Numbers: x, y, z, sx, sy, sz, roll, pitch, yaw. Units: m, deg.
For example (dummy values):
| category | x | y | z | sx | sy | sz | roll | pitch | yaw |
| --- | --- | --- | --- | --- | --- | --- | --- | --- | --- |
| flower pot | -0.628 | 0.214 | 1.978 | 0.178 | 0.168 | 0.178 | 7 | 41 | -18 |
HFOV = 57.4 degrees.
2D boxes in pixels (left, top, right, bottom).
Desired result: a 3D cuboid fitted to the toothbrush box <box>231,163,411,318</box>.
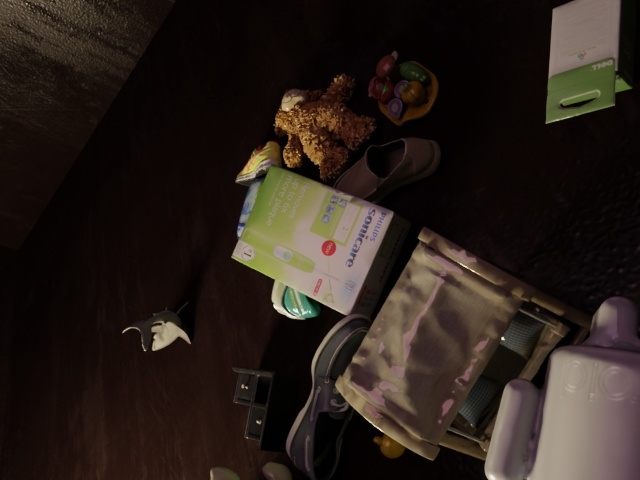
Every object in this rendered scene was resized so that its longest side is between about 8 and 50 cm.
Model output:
| category | x | y | z | sx | sy | sz | roll | pitch | yaw |
| --- | --- | --- | --- | --- | --- | --- | --- | --- | --- |
| toothbrush box | 0.000 | 0.000 | 1.140 | 0.283 | 0.122 | 0.206 | 25 | 92 | 25 |

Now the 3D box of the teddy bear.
| category | x | y | z | sx | sy | sz | roll | pitch | yaw |
| --- | --- | --- | --- | --- | --- | --- | --- | --- | --- |
| teddy bear | -0.005 | -0.272 | 1.363 | 0.245 | 0.113 | 0.338 | -43 | 45 | 25 |

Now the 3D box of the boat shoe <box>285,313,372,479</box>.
| category | x | y | z | sx | sy | sz | roll | pitch | yaw |
| --- | --- | --- | --- | --- | --- | --- | --- | --- | --- |
| boat shoe | 0.034 | 0.287 | 1.046 | 0.099 | 0.116 | 0.319 | 41 | 113 | 57 |

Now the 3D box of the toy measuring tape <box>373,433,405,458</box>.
| category | x | y | z | sx | sy | sz | roll | pitch | yaw |
| --- | --- | --- | --- | --- | --- | --- | --- | --- | --- |
| toy measuring tape | 0.119 | 0.193 | 0.990 | 0.121 | 0.121 | 0.330 | -15 | 59 | 45 |

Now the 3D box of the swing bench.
| category | x | y | z | sx | sy | sz | roll | pitch | yaw |
| --- | --- | --- | --- | --- | --- | --- | --- | --- | --- |
| swing bench | 0.200 | 0.154 | 0.804 | 0.165 | 0.254 | 0.253 | 38 | 103 | 50 |

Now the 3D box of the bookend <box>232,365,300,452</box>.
| category | x | y | z | sx | sy | sz | roll | pitch | yaw |
| --- | --- | --- | --- | --- | --- | --- | --- | --- | --- |
| bookend | -0.131 | 0.354 | 1.245 | 0.157 | 0.072 | 0.156 | -7 | 68 | 48 |

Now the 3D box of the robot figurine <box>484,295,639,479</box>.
| category | x | y | z | sx | sy | sz | roll | pitch | yaw |
| --- | --- | --- | --- | --- | --- | --- | --- | --- | --- |
| robot figurine | 0.340 | 0.246 | 0.641 | 0.300 | 0.200 | 0.353 | 7 | 78 | 25 |

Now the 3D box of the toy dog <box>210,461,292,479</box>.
| category | x | y | z | sx | sy | sz | roll | pitch | yaw |
| --- | --- | --- | --- | --- | --- | --- | --- | --- | --- |
| toy dog | -0.114 | 0.562 | 0.961 | 0.408 | 0.284 | 0.395 | -38 | 41 | 26 |

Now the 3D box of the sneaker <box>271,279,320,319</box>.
| category | x | y | z | sx | sy | sz | roll | pitch | yaw |
| --- | --- | --- | --- | --- | --- | --- | --- | --- | --- |
| sneaker | -0.018 | 0.035 | 1.265 | 0.110 | 0.107 | 0.275 | 6 | 82 | 31 |

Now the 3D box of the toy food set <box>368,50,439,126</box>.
| category | x | y | z | sx | sy | sz | roll | pitch | yaw |
| --- | --- | --- | --- | --- | --- | --- | --- | --- | --- |
| toy food set | 0.154 | -0.330 | 1.233 | 0.128 | 0.071 | 0.218 | -54 | 40 | 17 |

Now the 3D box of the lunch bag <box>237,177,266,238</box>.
| category | x | y | z | sx | sy | sz | roll | pitch | yaw |
| --- | --- | --- | --- | --- | --- | --- | --- | --- | --- |
| lunch bag | -0.107 | -0.059 | 1.400 | 0.219 | 0.090 | 0.176 | 13 | 85 | 52 |

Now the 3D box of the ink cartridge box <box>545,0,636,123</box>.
| category | x | y | z | sx | sy | sz | roll | pitch | yaw |
| --- | --- | --- | --- | --- | --- | --- | --- | --- | --- |
| ink cartridge box | 0.419 | -0.277 | 0.905 | 0.109 | 0.062 | 0.209 | -7 | 68 | 48 |

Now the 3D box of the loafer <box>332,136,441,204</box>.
| category | x | y | z | sx | sy | sz | roll | pitch | yaw |
| --- | --- | --- | --- | --- | --- | --- | --- | --- | --- |
| loafer | 0.113 | -0.142 | 1.176 | 0.268 | 0.092 | 0.102 | -27 | 54 | 40 |

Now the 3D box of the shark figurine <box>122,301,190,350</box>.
| category | x | y | z | sx | sy | sz | roll | pitch | yaw |
| --- | --- | --- | --- | --- | --- | --- | --- | --- | --- |
| shark figurine | -0.403 | 0.243 | 1.573 | 0.166 | 0.278 | 0.116 | -43 | 79 | -12 |

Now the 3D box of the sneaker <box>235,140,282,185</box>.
| category | x | y | z | sx | sy | sz | roll | pitch | yaw |
| --- | --- | --- | --- | --- | --- | --- | --- | --- | --- |
| sneaker | -0.153 | -0.194 | 1.502 | 0.208 | 0.081 | 0.094 | -17 | 67 | 55 |
